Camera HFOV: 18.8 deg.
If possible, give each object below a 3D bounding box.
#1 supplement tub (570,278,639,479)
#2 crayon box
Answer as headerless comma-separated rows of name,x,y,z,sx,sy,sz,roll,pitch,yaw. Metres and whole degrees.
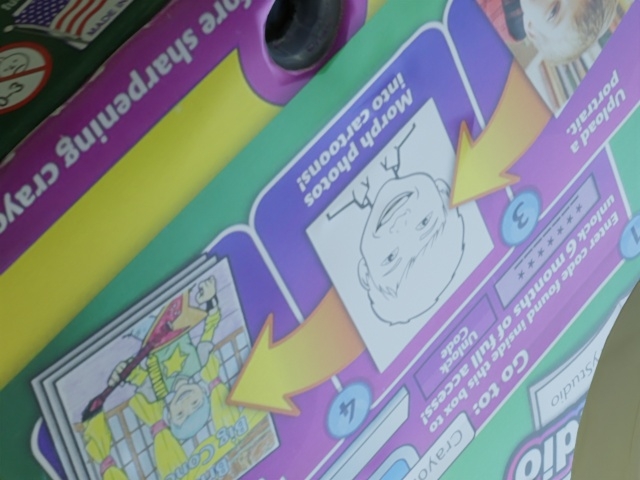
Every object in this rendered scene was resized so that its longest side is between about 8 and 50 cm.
supplement tub,0.211,0.052,0.329,0.316,0.228,0.228,-17,-94,59
crayon box,0.000,0.000,0.635,0.106,0.313,0.363,27,-114,39
